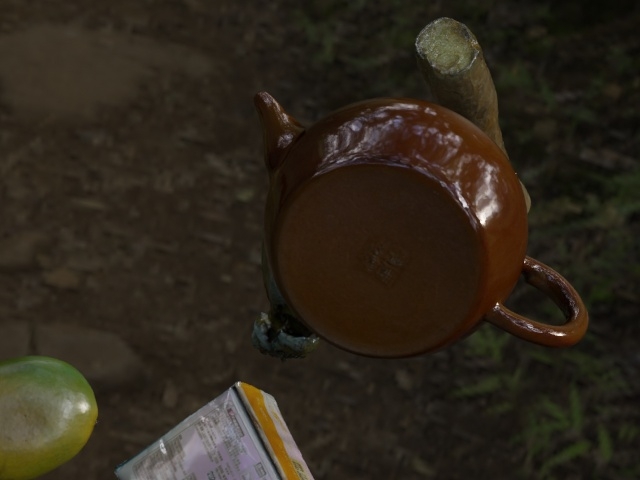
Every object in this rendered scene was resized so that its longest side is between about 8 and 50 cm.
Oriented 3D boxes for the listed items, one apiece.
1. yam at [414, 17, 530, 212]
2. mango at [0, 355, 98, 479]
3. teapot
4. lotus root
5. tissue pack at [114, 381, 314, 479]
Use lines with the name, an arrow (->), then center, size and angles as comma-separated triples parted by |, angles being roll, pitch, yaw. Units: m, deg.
yam -> 0.180, -0.120, 1.920 | 0.081, 0.356, 0.081 | -9, 58, 15
mango -> -0.315, 0.182, 1.667 | 0.191, 0.122, 0.085 | -17, -5, -17
teapot -> 0.039, -0.009, 0.713 | 0.173, 0.116, 0.116 | 31, 29, 1
lotus root -> 0.003, 0.001, 1.054 | 0.088, 0.165, 0.088 | 17, 2, -1
tissue pack -> -0.092, 0.307, 1.879 | 0.225, 0.185, 0.124 | 60, 11, 26
